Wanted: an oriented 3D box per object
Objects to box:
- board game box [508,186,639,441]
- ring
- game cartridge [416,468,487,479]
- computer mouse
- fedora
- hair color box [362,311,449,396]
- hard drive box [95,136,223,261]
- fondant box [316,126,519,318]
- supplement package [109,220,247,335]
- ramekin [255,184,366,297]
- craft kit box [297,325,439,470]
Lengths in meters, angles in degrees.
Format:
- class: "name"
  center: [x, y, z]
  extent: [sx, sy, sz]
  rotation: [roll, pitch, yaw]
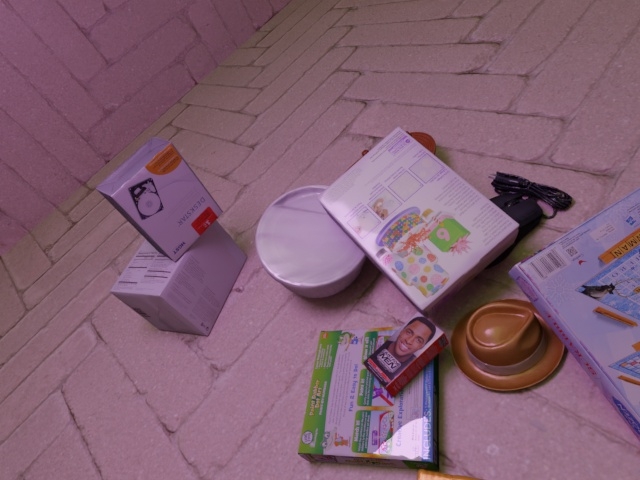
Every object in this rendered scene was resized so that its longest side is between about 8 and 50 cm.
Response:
- class: "board game box"
  center: [0.511, 0.086, 0.631]
  extent: [0.318, 0.066, 0.318]
  rotation: [-32, 70, 2]
- class: "ring"
  center: [0.152, -0.185, 1.179]
  extent: [0.336, 0.032, 0.337]
  rotation: [-31, 29, 19]
- class: "game cartridge"
  center: [0.250, 0.469, 0.551]
  extent: [0.323, 0.053, 0.285]
  rotation: [-5, 49, 28]
- class: "computer mouse"
  center: [0.382, -0.051, 0.942]
  extent: [0.272, 0.072, 0.188]
  rotation: [-44, 43, -12]
- class: "fedora"
  center: [0.321, 0.165, 0.771]
  extent: [0.194, 0.079, 0.194]
  rotation: [-17, 44, 17]
- class: "hair color box"
  center: [0.154, 0.203, 0.789]
  extent: [0.141, 0.043, 0.072]
  rotation: [-41, 41, -9]
- class: "hard drive box"
  center: [-0.372, -0.096, 1.042]
  extent: [0.089, 0.232, 0.181]
  rotation: [21, 63, 39]
- class: "fondant box"
  center: [0.187, -0.045, 0.893]
  extent: [0.238, 0.096, 0.330]
  rotation: [-41, 62, -1]
- class: "supplement package"
  center: [-0.374, 0.089, 1.191]
  extent: [0.198, 0.199, 0.263]
  rotation: [-1, 51, 30]
- class: "ramekin"
  center: [-0.010, 0.011, 1.039]
  extent: [0.272, 0.127, 0.273]
  rotation: [-3, 61, 6]
- class: "craft kit box"
  center: [0.096, 0.285, 0.821]
  extent: [0.246, 0.061, 0.250]
  rotation: [-7, 48, 24]
